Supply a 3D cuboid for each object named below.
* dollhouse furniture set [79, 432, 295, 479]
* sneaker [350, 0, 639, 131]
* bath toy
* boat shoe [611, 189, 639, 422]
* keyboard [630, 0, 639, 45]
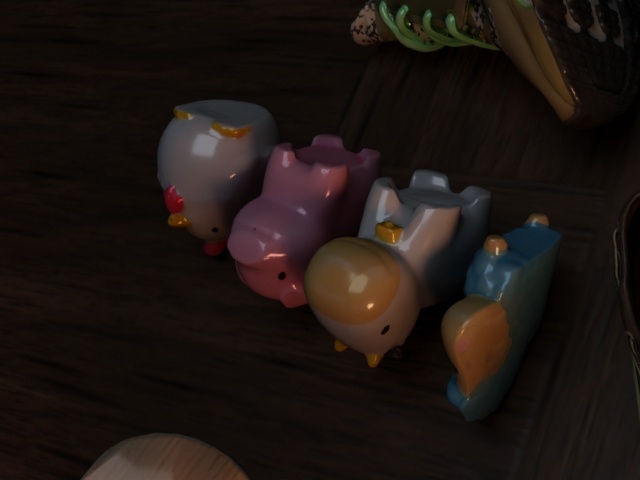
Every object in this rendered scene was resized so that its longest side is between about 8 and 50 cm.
[{"bbox_3d":[0.095,0.208,0.484,0.394,0.362,0.256,35,80,13],"label":"dollhouse furniture set"},{"bbox_3d":[0.109,-0.206,0.895,0.182,0.158,0.410,-52,44,30],"label":"sneaker"},{"bbox_3d":[0.000,0.000,0.813,0.348,0.151,0.129,27,120,37],"label":"bath toy"},{"bbox_3d":[0.218,0.076,0.633,0.095,0.095,0.257,-23,46,14],"label":"boat shoe"},{"bbox_3d":[0.266,-0.179,0.816,0.100,0.038,0.192,8,57,-10],"label":"keyboard"}]
